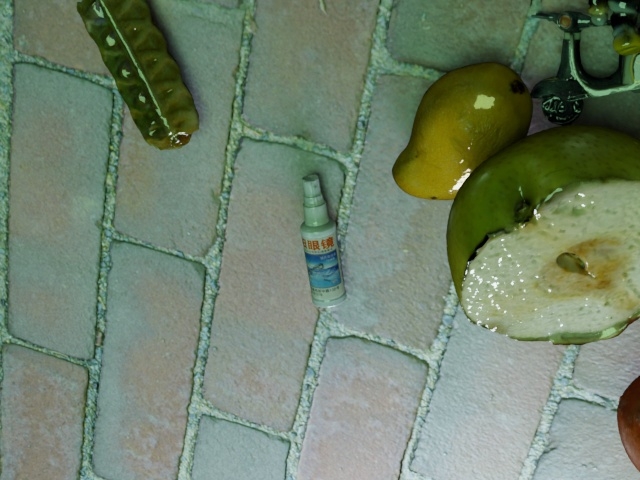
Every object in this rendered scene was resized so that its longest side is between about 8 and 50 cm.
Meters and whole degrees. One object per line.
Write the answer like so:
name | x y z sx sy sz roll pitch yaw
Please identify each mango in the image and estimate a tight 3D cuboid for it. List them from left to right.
mango | 0.200 -0.151 1.444 0.157 0.109 0.262 34 141 -7

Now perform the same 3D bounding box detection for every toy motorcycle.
toy motorcycle | 0.400 -0.243 1.345 0.263 0.091 0.157 -10 104 21

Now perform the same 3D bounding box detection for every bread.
bread | -0.272 -0.262 1.562 0.087 0.098 0.269 12 130 63

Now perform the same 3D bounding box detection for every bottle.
bottle | 0.000 0.000 1.620 0.060 0.060 0.217 0 114 19

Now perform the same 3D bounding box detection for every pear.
pear | 0.331 -0.027 1.379 0.340 0.191 0.386 -31 141 21

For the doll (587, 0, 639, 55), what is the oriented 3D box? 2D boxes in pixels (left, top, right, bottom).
doll | 0.369 -0.390 1.246 0.145 0.103 0.316 -12 92 60

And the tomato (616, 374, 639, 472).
tomato | 0.542 0.269 1.485 0.184 0.208 0.208 45 121 -9
